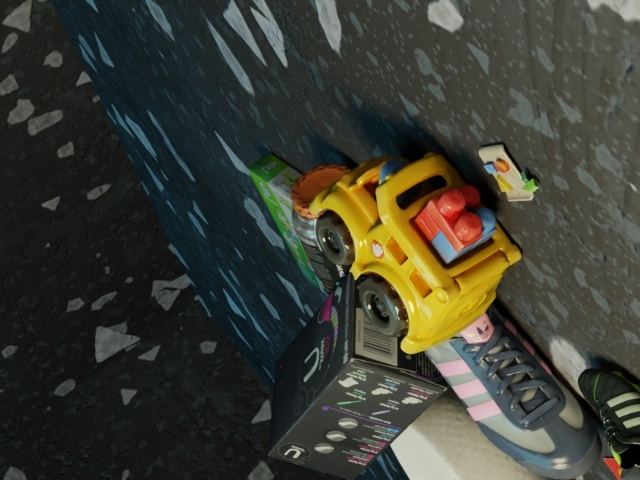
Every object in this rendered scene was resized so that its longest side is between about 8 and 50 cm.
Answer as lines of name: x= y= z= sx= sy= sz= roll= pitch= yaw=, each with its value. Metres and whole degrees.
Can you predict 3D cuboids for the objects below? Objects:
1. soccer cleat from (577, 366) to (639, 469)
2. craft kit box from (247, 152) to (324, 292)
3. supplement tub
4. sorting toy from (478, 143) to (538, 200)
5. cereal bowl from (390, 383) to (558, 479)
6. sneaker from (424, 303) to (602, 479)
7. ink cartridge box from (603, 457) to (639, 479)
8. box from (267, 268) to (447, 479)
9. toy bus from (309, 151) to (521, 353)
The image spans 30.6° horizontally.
soccer cleat: x=0.308 y=0.185 z=1.171 sx=0.179 sy=0.072 sz=0.060 roll=38 pitch=159 yaw=54
craft kit box: x=0.000 y=0.000 z=1.899 sx=0.250 sy=0.061 sz=0.247 roll=36 pitch=155 yaw=55
supplement tub: x=0.032 y=-0.006 z=1.609 sx=0.117 sy=0.117 sz=0.190 roll=42 pitch=162 yaw=47
sorting toy: x=0.183 y=-0.064 z=1.131 sx=0.062 sy=0.012 sz=0.083 roll=57 pitch=168 yaw=-9
cereal bowl: x=0.236 y=0.337 z=1.680 sx=0.339 sy=0.141 sz=0.339 roll=51 pitch=167 yaw=16
sneaker: x=0.202 y=0.147 z=1.383 sx=0.319 sy=0.112 sz=0.131 roll=44 pitch=166 yaw=37
ink cartridge box: x=0.388 y=0.324 z=1.287 sx=0.181 sy=0.056 sz=0.225 roll=55 pitch=166 yaw=4
box: x=0.046 y=0.186 z=1.603 sx=0.270 sy=0.143 sz=0.165 roll=126 pitch=157 yaw=-44
toy bus: x=0.109 y=-0.018 z=1.270 sx=0.220 sy=0.149 sz=0.211 roll=55 pitch=155 yaw=15
